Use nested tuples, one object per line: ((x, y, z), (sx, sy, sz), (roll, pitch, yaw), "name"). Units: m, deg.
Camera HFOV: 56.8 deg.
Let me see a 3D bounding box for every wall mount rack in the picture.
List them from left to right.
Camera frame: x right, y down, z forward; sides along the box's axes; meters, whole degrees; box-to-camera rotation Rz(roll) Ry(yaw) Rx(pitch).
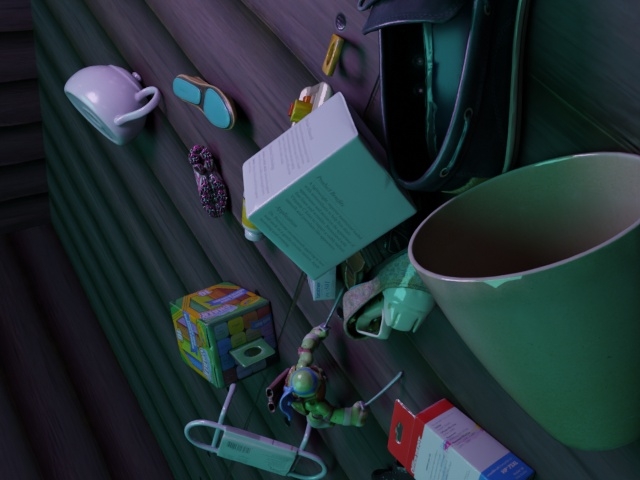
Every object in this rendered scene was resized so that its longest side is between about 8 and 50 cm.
((-0.154, 0.496, 1.457), (0.350, 0.130, 0.304), (19, 130, -2), "wall mount rack")

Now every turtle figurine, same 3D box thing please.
((0.032, 0.277, 1.188), (0.198, 0.274, 0.266), (36, 159, 12), "turtle figurine")

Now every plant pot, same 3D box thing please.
((0.267, 0.082, 0.646), (0.257, 0.257, 0.273), (4, 126, 55), "plant pot")

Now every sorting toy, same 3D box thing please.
((-0.040, -0.180, 1.001), (0.196, 0.047, 0.347), (-131, 57, -73), "sorting toy")

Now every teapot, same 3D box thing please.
((-0.586, -0.411, 1.702), (0.256, 0.187, 0.252), (43, 166, -3), "teapot")

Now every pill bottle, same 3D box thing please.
((-0.141, -0.058, 1.309), (0.065, 0.065, 0.116), (42, 137, 38), "pill bottle")

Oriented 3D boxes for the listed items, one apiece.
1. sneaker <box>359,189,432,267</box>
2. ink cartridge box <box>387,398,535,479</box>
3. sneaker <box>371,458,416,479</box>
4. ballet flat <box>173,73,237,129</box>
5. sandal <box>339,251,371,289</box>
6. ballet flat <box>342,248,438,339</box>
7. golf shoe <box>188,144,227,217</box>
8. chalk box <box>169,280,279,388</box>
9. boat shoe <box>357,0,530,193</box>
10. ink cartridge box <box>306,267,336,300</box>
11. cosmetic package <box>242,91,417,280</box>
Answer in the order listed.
((0.103, -0.056, 0.941), (0.227, 0.130, 0.087), (-105, -9, -58), "sneaker")
((0.219, 0.360, 0.969), (0.231, 0.078, 0.134), (36, 133, 42), "ink cartridge box")
((0.158, 0.443, 1.131), (0.170, 0.051, 0.089), (1, 106, 51), "sneaker")
((-0.242, -0.319, 1.329), (0.232, 0.073, 0.080), (39, 127, 31), "ballet flat")
((0.072, 0.034, 1.063), (0.072, 0.049, 0.180), (59, 160, 28), "sandal")
((0.123, 0.102, 0.950), (0.316, 0.108, 0.106), (133, 154, -62), "ballet flat")
((-0.276, -0.148, 1.481), (0.086, 0.068, 0.185), (-143, 39, -80), "golf shoe")
((-0.227, 0.237, 1.481), (0.289, 0.180, 0.179), (13, 117, 52), "chalk box")
((0.139, -0.290, 0.701), (0.187, 0.156, 0.499), (18, 119, 54), "boat shoe")
((0.000, 0.000, 1.114), (0.097, 0.046, 0.206), (-112, 21, -62), "ink cartridge box")
((0.008, -0.076, 0.836), (0.151, 0.184, 0.151), (47, -163, -33), "cosmetic package")
